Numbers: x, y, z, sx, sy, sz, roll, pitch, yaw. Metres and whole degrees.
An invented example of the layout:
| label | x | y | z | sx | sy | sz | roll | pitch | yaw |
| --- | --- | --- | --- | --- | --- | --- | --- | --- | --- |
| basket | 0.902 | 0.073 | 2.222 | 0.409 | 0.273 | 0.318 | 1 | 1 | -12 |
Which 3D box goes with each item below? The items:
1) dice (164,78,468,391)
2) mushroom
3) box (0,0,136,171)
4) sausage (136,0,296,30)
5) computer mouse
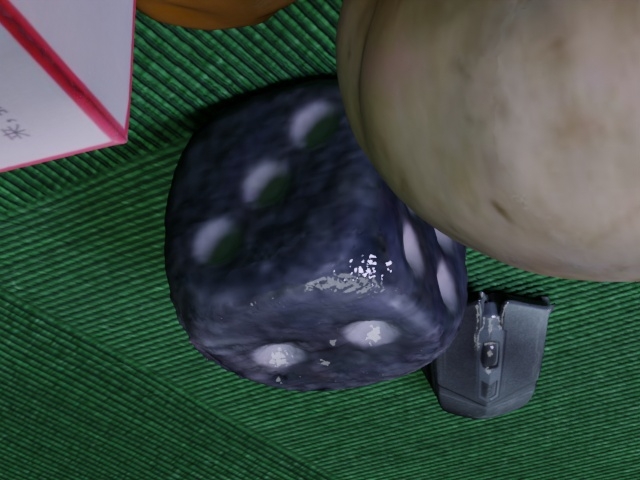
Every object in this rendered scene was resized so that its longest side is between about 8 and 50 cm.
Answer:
| label | x | y | z | sx | sy | sz | roll | pitch | yaw |
| --- | --- | --- | --- | --- | --- | --- | --- | --- | --- |
| dice | 0.000 | 0.000 | 1.172 | 0.183 | 0.182 | 0.181 | -14 | 149 | 24 |
| mushroom | 0.186 | -0.133 | 0.792 | 0.353 | 0.325 | 0.353 | -10 | 147 | -7 |
| box | -0.270 | -0.205 | 0.688 | 0.312 | 0.300 | 0.314 | -12 | 148 | 18 |
| sausage | -0.038 | -0.208 | 0.870 | 0.136 | 0.120 | 0.241 | 0 | 153 | -27 |
| computer mouse | 0.158 | 0.117 | 1.492 | 0.126 | 0.071 | 0.231 | 0 | 150 | -1 |
